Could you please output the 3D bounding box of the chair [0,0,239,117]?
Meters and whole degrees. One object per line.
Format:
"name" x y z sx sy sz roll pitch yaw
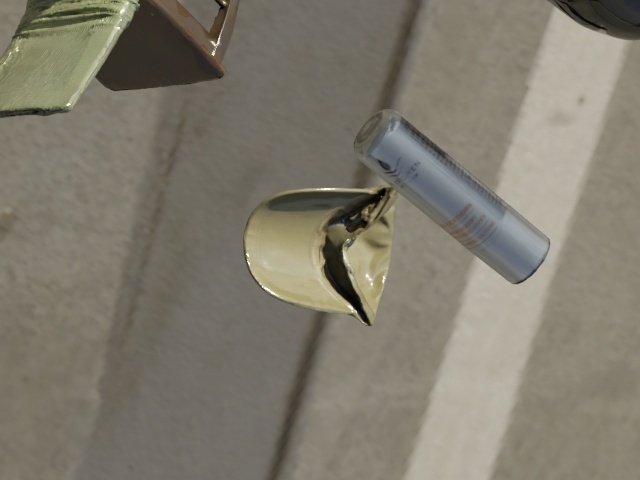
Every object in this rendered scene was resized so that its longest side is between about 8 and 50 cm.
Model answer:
"chair" -0.200 -0.199 1.714 0.186 0.160 0.319 49 50 -45

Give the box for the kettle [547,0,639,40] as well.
"kettle" 0.225 -0.275 0.938 0.250 0.376 0.361 20 96 -32

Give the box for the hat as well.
"hat" 0.000 0.000 2.052 0.173 0.144 0.166 12 96 0

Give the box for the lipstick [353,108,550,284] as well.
"lipstick" 0.082 -0.028 1.110 0.141 0.040 0.040 38 83 -18
